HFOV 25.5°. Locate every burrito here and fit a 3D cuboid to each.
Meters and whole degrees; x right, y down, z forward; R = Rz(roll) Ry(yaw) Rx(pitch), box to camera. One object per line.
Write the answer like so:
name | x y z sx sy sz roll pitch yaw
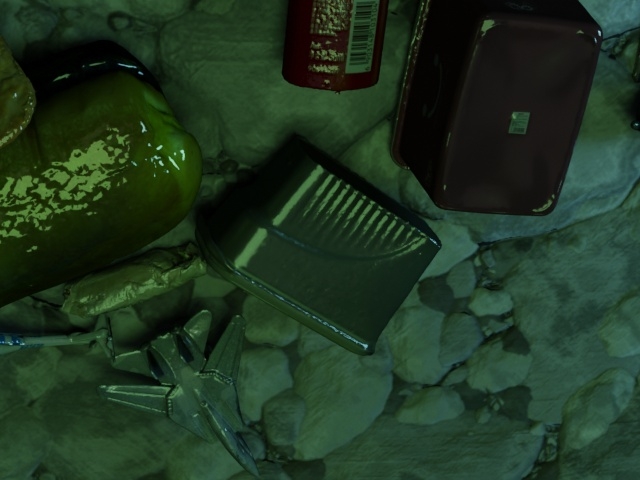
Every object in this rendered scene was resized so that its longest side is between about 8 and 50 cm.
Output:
burrito | -0.234 0.049 1.751 0.188 0.058 0.045 -20 146 -1

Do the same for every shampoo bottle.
shampoo bottle | 0.027 -0.322 1.584 0.118 0.076 0.314 1 118 -10

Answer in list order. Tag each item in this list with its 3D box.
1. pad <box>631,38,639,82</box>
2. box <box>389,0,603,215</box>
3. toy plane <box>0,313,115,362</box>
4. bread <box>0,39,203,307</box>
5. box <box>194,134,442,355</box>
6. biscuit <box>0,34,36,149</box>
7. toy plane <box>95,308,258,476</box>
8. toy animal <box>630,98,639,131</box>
pad | 0.508 -0.342 1.717 0.220 0.004 0.330 -2 119 -11
box | 0.209 -0.172 1.656 0.193 0.167 0.294 3 118 -15
toy plane | -0.407 0.121 1.752 0.273 0.107 0.182 -21 81 -29
bread | -0.322 -0.059 1.593 0.377 0.208 0.251 -24 126 -3
box | 0.000 0.000 1.736 0.274 0.138 0.178 32 102 -28
biscuit | -0.397 -0.199 1.500 0.118 0.029 0.247 -34 78 -7
toy plane | -0.146 0.211 1.847 0.212 0.088 0.267 -28 129 6
toy animal | 0.508 -0.171 1.740 0.270 0.137 0.082 -13 93 -5
